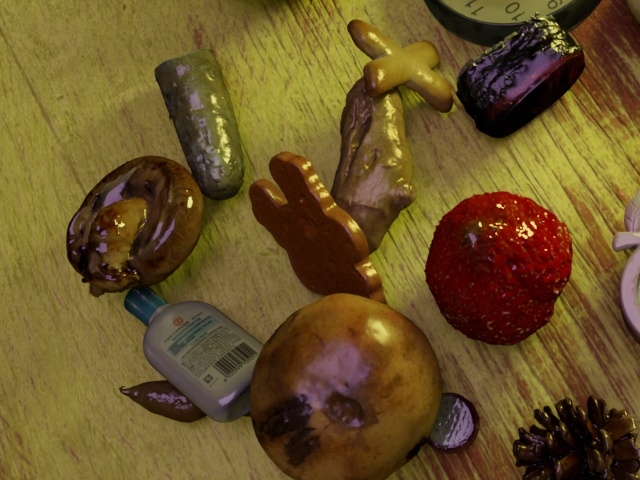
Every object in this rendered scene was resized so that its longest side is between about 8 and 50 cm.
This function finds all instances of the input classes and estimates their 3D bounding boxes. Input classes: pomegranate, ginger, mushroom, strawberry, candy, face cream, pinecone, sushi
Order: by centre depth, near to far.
[{"bbox_3d":[0.399,0.331,1.447,0.195,0.150,0.179,-2,79,18],"label":"pinecone"},{"bbox_3d":[0.039,0.246,1.502,0.322,0.322,0.322,-4,73,14],"label":"pomegranate"},{"bbox_3d":[0.280,0.030,1.505,0.257,0.277,0.258,-6,69,16],"label":"strawberry"},{"bbox_3d":[0.215,0.306,1.560,0.103,0.043,0.103,-4,73,14],"label":"candy"},{"bbox_3d":[0.352,-0.292,1.657,0.225,0.136,0.126,-40,65,9],"label":"sushi"},{"bbox_3d":[-0.232,0.186,1.680,0.336,0.080,0.163,33,58,31],"label":"face cream"},{"bbox_3d":[0.092,-0.141,1.684,0.189,0.126,0.354,-9,71,41],"label":"ginger"},{"bbox_3d":[-0.345,-0.013,1.717,0.263,0.195,0.283,11,44,24],"label":"mushroom"}]

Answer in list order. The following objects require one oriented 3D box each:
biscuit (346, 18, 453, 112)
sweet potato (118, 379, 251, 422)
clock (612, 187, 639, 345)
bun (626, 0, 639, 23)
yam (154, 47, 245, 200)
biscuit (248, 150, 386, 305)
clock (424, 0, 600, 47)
[{"bbox_3d":[0.149,-0.318,1.691,0.047,0.207,0.164,-40,56,41],"label":"biscuit"},{"bbox_3d":[-0.226,0.292,1.674,0.269,0.075,0.075,7,75,4],"label":"sweet potato"},{"bbox_3d":[0.634,0.045,1.495,0.338,0.102,0.339,-5,72,15],"label":"clock"},{"bbox_3d":[0.657,-0.456,1.615,0.243,0.153,0.244,-4,83,32],"label":"bun"},{"bbox_3d":[-0.228,-0.229,1.801,0.133,0.133,0.331,-21,71,8],"label":"yam"},{"bbox_3d":[0.000,0.000,1.642,0.047,0.202,0.334,-28,76,-37],"label":"biscuit"},{"bbox_3d":[0.366,-0.553,1.761,0.386,0.076,0.387,-4,72,14],"label":"clock"}]
